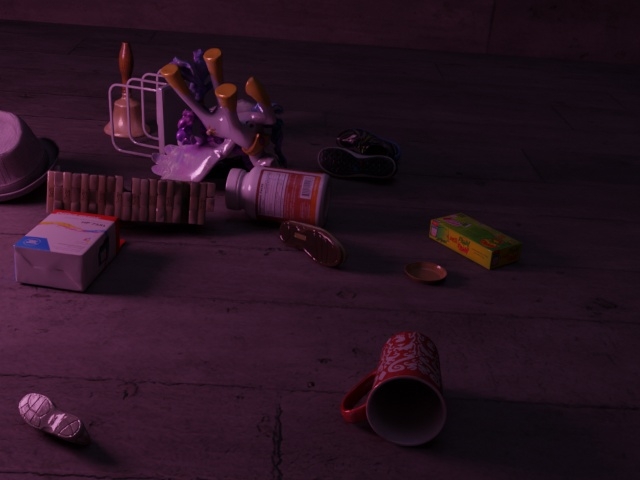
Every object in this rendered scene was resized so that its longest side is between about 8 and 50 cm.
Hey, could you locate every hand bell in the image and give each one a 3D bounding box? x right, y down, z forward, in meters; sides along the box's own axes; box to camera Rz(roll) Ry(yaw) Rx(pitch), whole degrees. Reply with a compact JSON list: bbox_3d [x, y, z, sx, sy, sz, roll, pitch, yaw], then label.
[{"bbox_3d":[-0.515,-0.408,2.424,0.126,0.242,0.126,5,24,-2],"label":"hand bell"}]

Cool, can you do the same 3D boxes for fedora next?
[{"bbox_3d":[-0.712,-0.204,2.011,0.244,0.124,0.275,-15,39,-7],"label":"fedora"}]

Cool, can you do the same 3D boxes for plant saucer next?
[{"bbox_3d":[0.206,0.066,1.788,0.083,0.015,0.083,4,24,-2],"label":"plant saucer"}]

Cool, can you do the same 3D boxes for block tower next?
[{"bbox_3d":[-0.390,-0.087,1.869,0.335,0.091,0.097,3,4,-13],"label":"block tower"}]

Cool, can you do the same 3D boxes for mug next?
[{"bbox_3d":[0.113,0.208,1.351,0.150,0.113,0.169,9,21,5],"label":"mug"}]

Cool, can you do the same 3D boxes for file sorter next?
[{"bbox_3d":[-0.394,-0.340,2.364,0.173,0.193,0.278,13,25,24],"label":"file sorter"}]

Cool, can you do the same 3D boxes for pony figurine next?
[{"bbox_3d":[-0.219,-0.260,2.061,0.351,0.363,0.303,25,63,35],"label":"pony figurine"}]

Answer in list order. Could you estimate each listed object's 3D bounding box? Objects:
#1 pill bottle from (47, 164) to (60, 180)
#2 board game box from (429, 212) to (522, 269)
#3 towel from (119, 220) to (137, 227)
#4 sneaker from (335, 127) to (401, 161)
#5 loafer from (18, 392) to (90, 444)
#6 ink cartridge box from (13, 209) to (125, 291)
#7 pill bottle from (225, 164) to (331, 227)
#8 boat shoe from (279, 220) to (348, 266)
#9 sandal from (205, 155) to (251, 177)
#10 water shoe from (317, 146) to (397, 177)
[{"bbox_3d":[-0.643,-0.158,2.090,0.083,0.043,0.043,-2,25,-13],"label":"pill bottle"},{"bbox_3d":[0.326,-0.001,1.924,0.092,0.043,0.181,-14,30,-34],"label":"board game box"},{"bbox_3d":[-0.416,-0.047,1.930,0.060,0.009,0.083,2,24,-4],"label":"towel"},{"bbox_3d":[0.121,-0.251,2.406,0.188,0.067,0.078,21,23,26],"label":"sneaker"},{"bbox_3d":[-0.368,0.252,1.259,0.125,0.039,0.045,18,61,34],"label":"loafer"},{"bbox_3d":[-0.467,0.006,1.720,0.134,0.078,0.231,7,24,6],"label":"ink cartridge box"},{"bbox_3d":[-0.091,-0.098,1.967,0.216,0.121,0.121,8,25,8],"label":"pill bottle"},{"bbox_3d":[0.000,0.000,1.843,0.072,0.068,0.190,-2,22,-42],"label":"boat shoe"},{"bbox_3d":[-0.241,-0.192,2.224,0.254,0.054,0.097,-6,27,-22],"label":"sandal"},{"bbox_3d":[0.093,-0.185,2.281,0.203,0.073,0.080,12,-1,16],"label":"water shoe"}]
